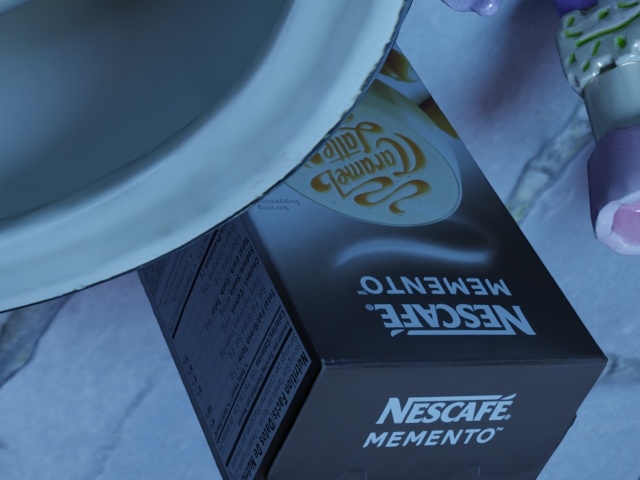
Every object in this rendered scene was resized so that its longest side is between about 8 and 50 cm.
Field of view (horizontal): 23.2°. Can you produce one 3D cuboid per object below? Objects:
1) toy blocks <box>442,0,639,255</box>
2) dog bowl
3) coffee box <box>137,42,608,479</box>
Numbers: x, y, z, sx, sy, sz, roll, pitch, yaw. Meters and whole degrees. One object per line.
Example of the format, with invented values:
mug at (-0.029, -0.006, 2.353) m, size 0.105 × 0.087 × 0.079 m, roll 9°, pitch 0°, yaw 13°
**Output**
toy blocks at (0.228, -0.081, 0.680) m, size 0.288 × 0.260 × 0.309 m, roll -27°, pitch 143°, yaw 28°
dog bowl at (-0.175, -0.135, 0.460) m, size 0.408 × 0.150 × 0.408 m, roll -5°, pitch 146°, yaw -3°
coffee box at (0.000, 0.000, 0.694) m, size 0.141 × 0.246 × 0.098 m, roll 1°, pitch 132°, yaw -31°
